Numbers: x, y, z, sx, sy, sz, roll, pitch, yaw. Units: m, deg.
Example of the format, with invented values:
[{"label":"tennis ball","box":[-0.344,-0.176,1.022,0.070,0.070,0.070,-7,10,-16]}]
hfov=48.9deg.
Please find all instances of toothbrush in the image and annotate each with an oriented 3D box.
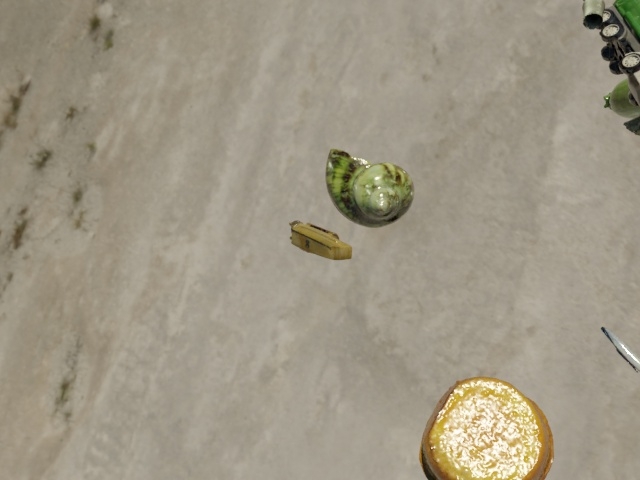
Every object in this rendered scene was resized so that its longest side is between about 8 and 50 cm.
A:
[{"label":"toothbrush","box":[0.686,0.316,1.326,0.042,0.035,0.413,-46,64,10]}]

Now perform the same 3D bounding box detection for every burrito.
[{"label":"burrito","box":[0.621,-0.223,1.265,0.149,0.055,0.041,-24,51,12]}]

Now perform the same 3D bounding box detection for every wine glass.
[{"label":"wine glass","box":[0.444,-0.382,1.149,0.039,0.042,0.083,3,50,22]}]

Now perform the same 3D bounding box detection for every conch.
[{"label":"conch","box":[0.090,-0.101,1.390,0.124,0.187,0.181,-60,18,-17]}]

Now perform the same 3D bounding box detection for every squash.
[{"label":"squash","box":[0.751,-0.327,1.534,0.107,0.107,0.395,-68,15,-2]}]

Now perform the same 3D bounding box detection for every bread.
[{"label":"bread","box":[0.375,0.462,1.601,0.312,0.172,0.312,-5,62,10]}]

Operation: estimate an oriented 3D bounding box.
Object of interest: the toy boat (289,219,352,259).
[{"label":"toy boat","box":[0.000,0.000,1.897,0.226,0.088,0.068,21,118,40]}]

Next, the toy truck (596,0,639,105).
[{"label":"toy truck","box":[0.565,-0.339,1.227,0.125,0.101,0.242,-23,49,19]}]
